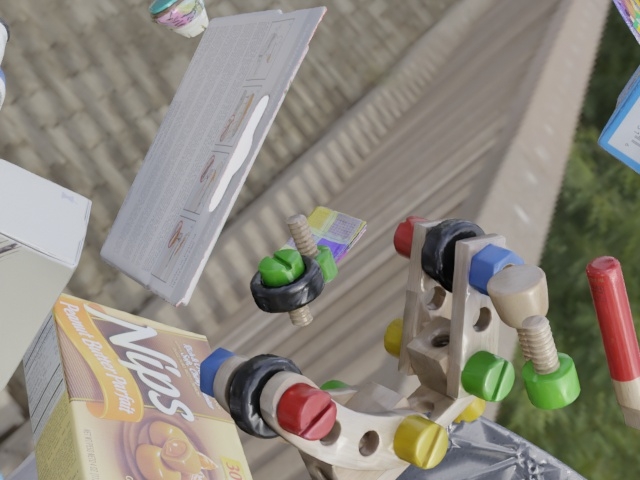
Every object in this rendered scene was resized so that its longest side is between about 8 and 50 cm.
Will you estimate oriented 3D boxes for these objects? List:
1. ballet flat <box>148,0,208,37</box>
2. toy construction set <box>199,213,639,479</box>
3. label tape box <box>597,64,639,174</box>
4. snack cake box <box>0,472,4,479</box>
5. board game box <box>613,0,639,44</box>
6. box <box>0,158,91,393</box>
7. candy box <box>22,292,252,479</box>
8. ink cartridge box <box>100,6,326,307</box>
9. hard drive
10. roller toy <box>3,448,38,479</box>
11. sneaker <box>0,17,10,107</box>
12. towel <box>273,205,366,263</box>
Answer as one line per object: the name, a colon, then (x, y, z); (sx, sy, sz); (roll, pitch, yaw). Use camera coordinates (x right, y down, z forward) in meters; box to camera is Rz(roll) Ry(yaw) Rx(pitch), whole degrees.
ballet flat: (-0.186, -0.321, 1.863); (0.221, 0.077, 0.079); (-101, 165, -62)
toy construction set: (0.091, 0.131, 1.023); (0.257, 0.309, 0.237); (-53, 131, -49)
label tape box: (0.438, -0.208, 1.587); (0.106, 0.240, 0.334); (34, 21, 6)
snack cake box: (-0.376, 0.360, 1.450); (0.264, 0.152, 0.089); (62, 4, 5)
board game box: (0.231, -0.153, 0.873); (0.169, 0.033, 0.133); (17, 49, -48)
box: (-0.305, 0.072, 1.210); (0.094, 0.275, 0.113); (25, 28, -17)
candy box: (-0.177, 0.187, 1.323); (0.183, 0.087, 0.316); (20, 23, -27)
ink cartridge box: (-0.054, -0.047, 0.820); (0.056, 0.181, 0.225); (26, -3, -22)
hard drive: (0.163, 0.269, 1.346); (0.255, 0.172, 0.054); (32, 3, -19)
roller toy: (-0.285, 0.328, 1.666); (0.209, 0.146, 0.191); (48, -1, -29)
sneaker: (-0.503, -0.237, 1.611); (0.315, 0.127, 0.182); (7, 45, 1)
towel: (0.000, 0.000, 1.333); (0.060, 0.009, 0.083); (23, 53, 26)
